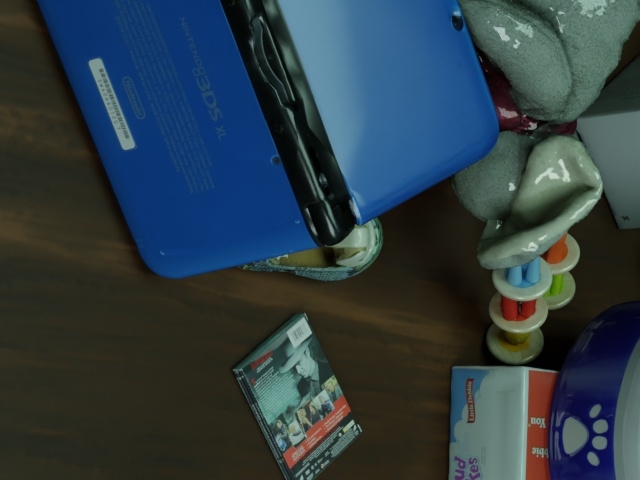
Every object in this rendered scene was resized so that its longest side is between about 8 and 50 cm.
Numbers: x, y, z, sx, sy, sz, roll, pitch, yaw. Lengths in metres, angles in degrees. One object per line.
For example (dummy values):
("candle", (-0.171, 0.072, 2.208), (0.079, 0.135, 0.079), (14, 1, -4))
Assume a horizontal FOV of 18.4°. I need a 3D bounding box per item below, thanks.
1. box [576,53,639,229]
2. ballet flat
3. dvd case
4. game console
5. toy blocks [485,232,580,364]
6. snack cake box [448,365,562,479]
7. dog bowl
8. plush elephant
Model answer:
("box", (0.346, -0.109, 1.929), (0.170, 0.091, 0.130), (-42, 115, -38))
("ballet flat", (0.000, 0.000, 1.602), (0.188, 0.070, 0.070), (-4, 89, -45))
("dvd case", (-0.018, 0.132, 1.608), (0.087, 0.013, 0.119), (-41, 115, -39))
("game console", (-0.042, -0.149, 1.479), (0.173, 0.250, 0.293), (-44, 117, -58))
("toy blocks", (0.191, 0.023, 1.740), (0.123, 0.054, 0.148), (-56, 160, -32))
("snack cake box", (0.235, 0.199, 1.795), (0.264, 0.089, 0.152), (10, 80, -43))
("dog bowl", (0.322, 0.181, 1.746), (0.265, 0.104, 0.264), (5, 83, -44))
("plush elephant", (0.150, -0.130, 1.653), (0.330, 0.272, 0.255), (25, 107, -2))
